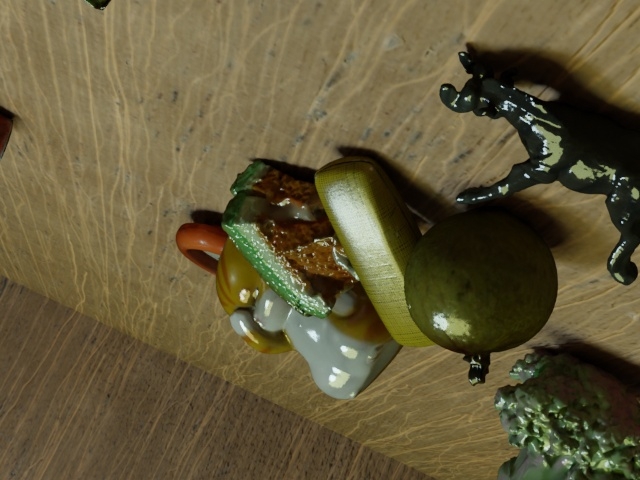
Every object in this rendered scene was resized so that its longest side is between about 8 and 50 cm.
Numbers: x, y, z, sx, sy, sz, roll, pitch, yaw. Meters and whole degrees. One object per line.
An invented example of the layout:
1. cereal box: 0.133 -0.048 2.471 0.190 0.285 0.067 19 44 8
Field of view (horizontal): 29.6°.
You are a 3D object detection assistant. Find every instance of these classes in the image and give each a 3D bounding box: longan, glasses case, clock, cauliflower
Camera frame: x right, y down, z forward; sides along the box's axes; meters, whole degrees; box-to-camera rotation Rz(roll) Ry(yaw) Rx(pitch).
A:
1. longan: 0.154 0.054 1.165 0.155 0.176 0.145 4 179 -19
2. glasses case: 0.070 0.014 1.239 0.079 0.064 0.234 -12 122 28
3. clock: -0.105 0.026 1.693 0.205 0.051 0.205 22 165 6
4. cauliflower: 0.298 0.282 1.509 0.256 0.315 0.239 42 180 14

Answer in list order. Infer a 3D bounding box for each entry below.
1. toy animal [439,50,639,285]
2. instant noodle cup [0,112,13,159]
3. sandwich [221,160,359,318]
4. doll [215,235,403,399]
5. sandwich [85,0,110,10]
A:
1. toy animal: 0.192 -0.055 0.910 0.233 0.084 0.148 27 164 5
2. instant noodle cup: -0.488 -0.146 1.604 0.136 0.127 0.127 23 167 -23
3. sandwich: -0.007 -0.006 1.324 0.185 0.109 0.160 41 153 -20
4. doll: -0.011 0.074 1.482 0.270 0.162 0.166 29 131 3
5. sandwich: -0.189 -0.247 0.999 0.074 0.074 0.116 28 -163 -15
